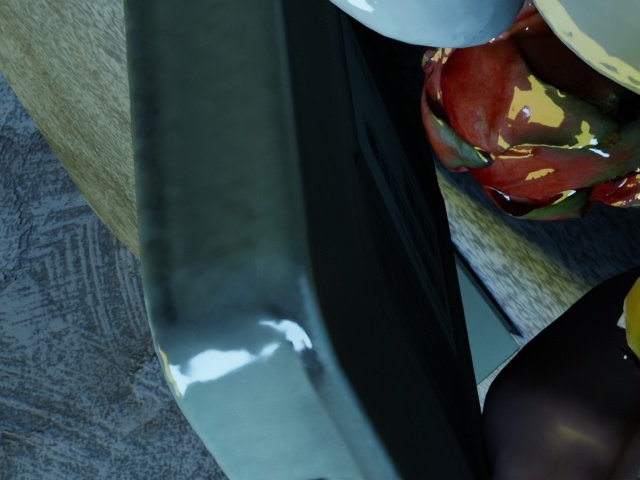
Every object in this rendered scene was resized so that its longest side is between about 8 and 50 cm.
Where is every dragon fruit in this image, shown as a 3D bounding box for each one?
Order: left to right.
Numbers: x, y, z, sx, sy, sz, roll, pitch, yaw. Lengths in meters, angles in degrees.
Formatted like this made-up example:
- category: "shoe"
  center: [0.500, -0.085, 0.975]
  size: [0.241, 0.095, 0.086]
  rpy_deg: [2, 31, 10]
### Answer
- category: "dragon fruit"
  center: [0.108, -0.069, 0.780]
  size: [0.142, 0.130, 0.121]
  rpy_deg: [-162, 67, -73]

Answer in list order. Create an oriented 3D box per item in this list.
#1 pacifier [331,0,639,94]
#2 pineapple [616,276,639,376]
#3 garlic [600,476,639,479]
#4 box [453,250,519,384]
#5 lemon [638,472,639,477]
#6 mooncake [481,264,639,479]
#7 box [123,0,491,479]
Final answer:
- category: "pacifier"
  center: [0.055, -0.134, 0.504]
  size: [0.279, 0.207, 0.227]
  rpy_deg: [49, 152, 4]
- category: "pineapple"
  center: [0.280, 0.050, 0.379]
  size: [0.209, 0.286, 0.344]
  rpy_deg: [-1, -130, -51]
- category: "garlic"
  center: [0.106, 0.193, 0.529]
  size: [0.317, 0.317, 0.259]
  rpy_deg: [32, 120, 59]
- category: "box"
  center: [0.015, 0.017, 1.445]
  size: [0.225, 0.117, 0.225]
  rpy_deg: [53, 170, -14]
- category: "lemon"
  center: [0.209, 0.126, 0.731]
  size: [0.173, 0.206, 0.173]
  rpy_deg: [7, 161, 3]
- category: "mooncake"
  center: [0.236, 0.176, 0.933]
  size: [0.326, 0.174, 0.334]
  rpy_deg: [57, 169, -22]
- category: "box"
  center: [0.001, 0.000, 1.015]
  size: [0.396, 0.111, 0.397]
  rpy_deg: [61, -163, -51]
